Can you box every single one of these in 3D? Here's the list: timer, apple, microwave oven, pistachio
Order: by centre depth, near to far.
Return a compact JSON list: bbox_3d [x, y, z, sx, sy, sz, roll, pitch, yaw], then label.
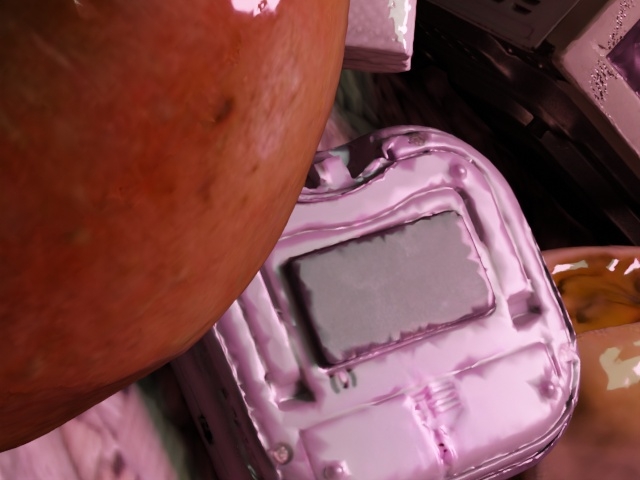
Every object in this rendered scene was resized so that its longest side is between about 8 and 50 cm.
[{"bbox_3d":[-0.151,-0.098,0.643,0.338,0.338,0.305,59,-6,-7],"label":"apple"},{"bbox_3d":[0.028,0.045,1.002,0.208,0.069,0.190,-21,84,-26],"label":"timer"},{"bbox_3d":[0.186,0.104,1.225,0.288,0.197,0.166,13,12,-42],"label":"pistachio"},{"bbox_3d":[0.241,-0.103,1.340,0.355,0.218,0.286,43,-4,-33],"label":"microwave oven"}]

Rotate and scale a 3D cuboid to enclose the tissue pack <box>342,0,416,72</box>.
[{"bbox_3d":[-0.020,-0.255,1.063,0.071,0.170,0.325,108,-12,-78],"label":"tissue pack"}]
